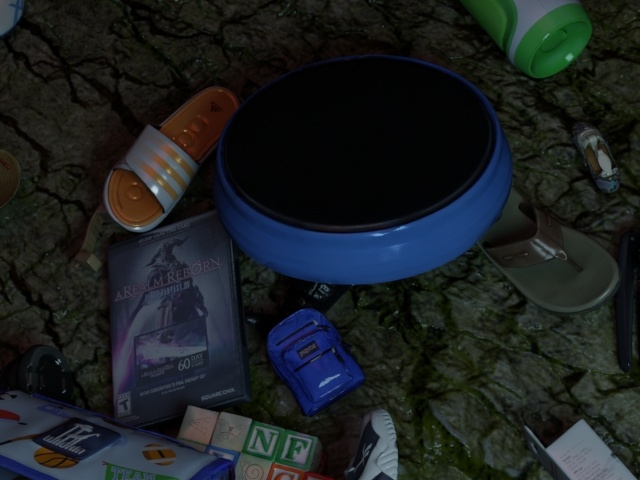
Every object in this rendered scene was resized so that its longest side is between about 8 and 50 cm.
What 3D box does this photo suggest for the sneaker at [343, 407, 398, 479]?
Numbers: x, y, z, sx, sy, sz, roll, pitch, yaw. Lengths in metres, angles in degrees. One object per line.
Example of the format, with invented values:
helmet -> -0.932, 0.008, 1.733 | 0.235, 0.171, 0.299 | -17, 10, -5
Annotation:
sneaker -> 0.009, 0.302, 1.451 | 0.153, 0.094, 0.235 | 2, 76, 3

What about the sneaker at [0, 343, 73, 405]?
sneaker -> -0.377, 0.272, 1.667 | 0.106, 0.101, 0.267 | -16, 65, 35

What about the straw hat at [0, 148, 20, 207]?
straw hat -> -0.487, -0.062, 1.851 | 0.144, 0.061, 0.144 | -3, 49, 3

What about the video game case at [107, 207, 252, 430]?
video game case -> -0.190, 0.104, 1.702 | 0.196, 0.026, 0.274 | -18, 63, 21

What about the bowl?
bowl -> 0.051, -0.106, 1.667 | 0.391, 0.077, 0.391 | -5, 43, 5

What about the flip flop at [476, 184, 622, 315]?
flip flop -> 0.257, -0.008, 1.639 | 0.112, 0.080, 0.277 | -47, 63, 3

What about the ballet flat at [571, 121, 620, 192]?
ballet flat -> 0.364, -0.118, 1.702 | 0.041, 0.041, 0.114 | -22, 62, 2

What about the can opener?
can opener -> 0.389, 0.074, 1.598 | 0.059, 0.073, 0.186 | 8, 76, 7

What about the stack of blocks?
stack of blocks -> -0.042, 0.322, 1.557 | 0.297, 0.087, 0.171 | 12, 69, 17

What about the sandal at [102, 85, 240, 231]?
sandal -> -0.204, -0.131, 1.782 | 0.102, 0.076, 0.265 | 35, 65, 3

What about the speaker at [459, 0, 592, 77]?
speaker -> 0.245, -0.362, 1.793 | 0.131, 0.131, 0.296 | -33, 63, -4

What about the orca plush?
orca plush -> 0.000, 0.000, 1.691 | 0.287, 0.102, 0.151 | -45, 64, -10

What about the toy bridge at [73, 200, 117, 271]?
toy bridge -> -0.287, -0.035, 1.801 | 0.063, 0.026, 0.188 | 11, 57, 43

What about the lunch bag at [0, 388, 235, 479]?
lunch bag -> -0.313, 0.348, 1.425 | 0.328, 0.239, 0.385 | 16, 48, 19

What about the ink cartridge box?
ink cartridge box -> 0.316, 0.276, 1.490 | 0.060, 0.104, 0.180 | -37, 64, -6

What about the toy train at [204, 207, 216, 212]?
toy train -> -0.122, -0.042, 1.786 | 0.083, 0.017, 0.023 | -19, 52, 3

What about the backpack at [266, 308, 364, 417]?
backpack -> -0.009, 0.144, 1.619 | 0.098, 0.101, 0.120 | -30, 77, -10

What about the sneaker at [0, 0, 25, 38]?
sneaker -> -0.494, -0.421, 2.009 | 0.085, 0.086, 0.237 | 4, 67, 12
